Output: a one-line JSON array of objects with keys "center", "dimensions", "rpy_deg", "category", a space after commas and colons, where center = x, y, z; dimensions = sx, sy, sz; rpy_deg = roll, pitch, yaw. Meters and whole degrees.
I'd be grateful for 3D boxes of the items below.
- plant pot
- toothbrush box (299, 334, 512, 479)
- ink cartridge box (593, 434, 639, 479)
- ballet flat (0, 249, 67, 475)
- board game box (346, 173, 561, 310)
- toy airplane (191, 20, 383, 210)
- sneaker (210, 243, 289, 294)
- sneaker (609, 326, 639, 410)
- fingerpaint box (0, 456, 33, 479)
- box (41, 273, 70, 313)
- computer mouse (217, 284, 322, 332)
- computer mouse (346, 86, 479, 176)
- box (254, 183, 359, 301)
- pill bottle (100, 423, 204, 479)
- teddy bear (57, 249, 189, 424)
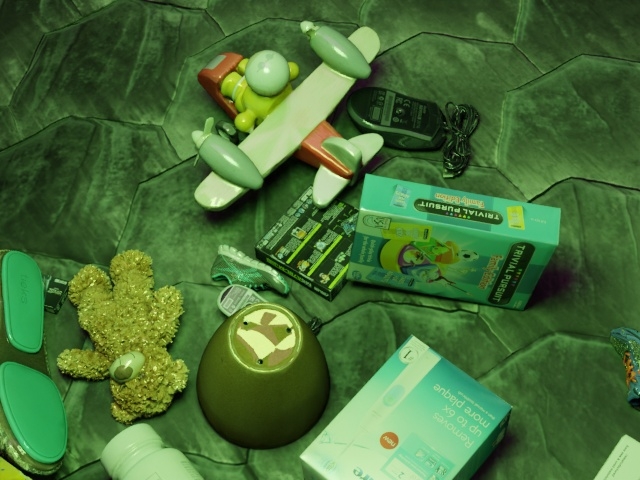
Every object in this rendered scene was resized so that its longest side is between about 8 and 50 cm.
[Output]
[{"center": [-0.092, 0.202, 1.760], "dimensions": [0.237, 0.254, 0.237], "rpy_deg": [2, 66, -4], "category": "plant pot"}, {"center": [0.141, 0.340, 1.756], "dimensions": [0.216, 0.126, 0.295], "rpy_deg": [36, 66, 24], "category": "toothbrush box"}, {"center": [0.538, 0.450, 1.614], "dimensions": [0.273, 0.198, 0.115], "rpy_deg": [32, 62, 22], "category": "ink cartridge box"}, {"center": [-0.555, 0.235, 1.858], "dimensions": [0.182, 0.164, 0.483], "rpy_deg": [-36, 49, 19], "category": "ballet flat"}, {"center": [0.226, 0.010, 1.874], "dimensions": [0.336, 0.254, 0.079], "rpy_deg": [10, 60, 2], "category": "board game box"}, {"center": [-0.066, -0.248, 2.052], "dimensions": [0.384, 0.272, 0.386], "rpy_deg": [-8, 55, 9], "category": "toy airplane"}, {"center": [-0.136, 0.074, 2.002], "dimensions": [0.166, 0.065, 0.076], "rpy_deg": [25, 77, 22], "category": "sneaker"}, {"center": [0.560, 0.243, 1.829], "dimensions": [0.087, 0.083, 0.221], "rpy_deg": [-23, 55, -6], "category": "sneaker"}, {"center": [-0.545, 0.501, 1.526], "dimensions": [0.444, 0.163, 0.371], "rpy_deg": [22, 35, 35], "category": "fingerpaint box"}, {"center": [-0.526, 0.099, 2.020], "dimensions": [0.083, 0.018, 0.067], "rpy_deg": [15, 58, 13], "category": "box"}, {"center": [-0.102, 0.145, 1.955], "dimensions": [0.193, 0.042, 0.106], "rpy_deg": [29, 66, 15], "category": "computer mouse"}, {"center": [0.179, -0.231, 2.185], "dimensions": [0.272, 0.072, 0.188], "rpy_deg": [18, 56, 0], "category": "computer mouse"}, {"center": [0.000, 0.000, 2.046], "dimensions": [0.184, 0.045, 0.191], "rpy_deg": [30, 61, 19], "category": "box"}, {"center": [-0.254, 0.414, 1.722], "dimensions": [0.131, 0.131, 0.229], "rpy_deg": [-35, 61, -19], "category": "pill bottle"}, {"center": [-0.358, 0.158, 1.917], "dimensions": [0.245, 0.113, 0.338], "rpy_deg": [-5, 55, 2], "category": "teddy bear"}]
